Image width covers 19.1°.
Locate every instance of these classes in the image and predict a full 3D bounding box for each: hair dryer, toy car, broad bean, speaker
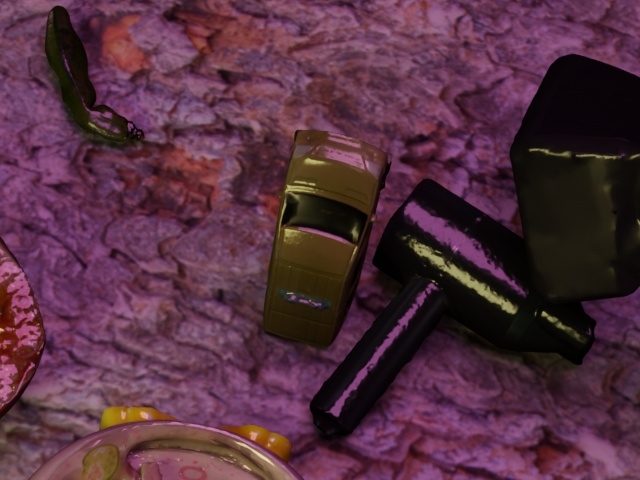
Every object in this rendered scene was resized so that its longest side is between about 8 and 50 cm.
[{"bbox_3d":[0.128,0.112,1.968,0.244,0.116,0.302,34,68,14],"label":"hair dryer"},{"bbox_3d":[0.000,0.000,1.917,0.101,0.256,0.124,14,57,2],"label":"toy car"},{"bbox_3d":[-0.268,-0.178,2.123,0.061,0.046,0.195,-20,65,-35],"label":"broad bean"},{"bbox_3d":[0.310,-0.069,1.940,0.184,0.180,0.388,-6,18,16],"label":"speaker"}]

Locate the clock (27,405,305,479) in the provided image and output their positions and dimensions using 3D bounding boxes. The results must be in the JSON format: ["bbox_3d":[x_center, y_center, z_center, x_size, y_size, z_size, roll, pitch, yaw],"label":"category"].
[{"bbox_3d":[-0.143,0.367,1.639,0.368,0.250,0.376,11,48,-3],"label":"clock"}]

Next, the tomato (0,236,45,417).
[{"bbox_3d":[-0.439,0.100,1.840,0.338,0.143,0.338,3,58,-4],"label":"tomato"}]
